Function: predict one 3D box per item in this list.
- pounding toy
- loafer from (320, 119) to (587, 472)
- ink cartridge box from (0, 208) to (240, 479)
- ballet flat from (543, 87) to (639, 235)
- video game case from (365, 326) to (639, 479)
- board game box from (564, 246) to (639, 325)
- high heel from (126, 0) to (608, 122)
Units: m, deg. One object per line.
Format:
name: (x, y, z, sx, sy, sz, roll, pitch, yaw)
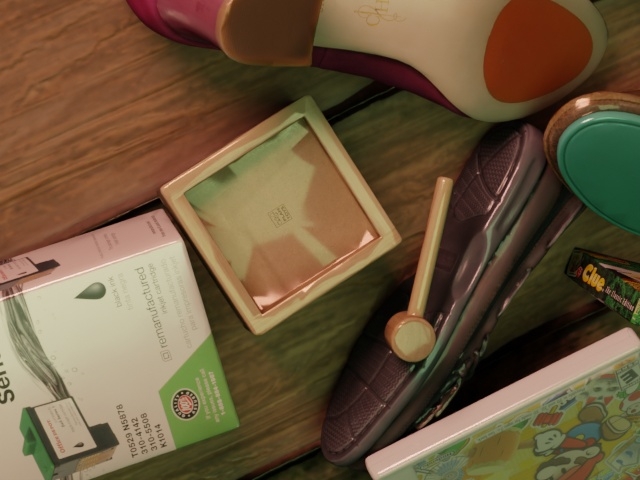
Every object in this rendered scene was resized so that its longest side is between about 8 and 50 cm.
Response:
pounding toy: (0.011, 0.000, 1.199, 0.181, 0.094, 0.206, -33, 95, -6)
loafer: (0.112, 0.057, 1.257, 0.095, 0.109, 0.302, 29, 94, -24)
ink cartridge box: (-0.190, 0.091, 1.189, 0.219, 0.092, 0.160, -19, 109, -9)
ballet flat: (0.304, -0.052, 1.267, 0.342, 0.124, 0.116, 24, 133, -24)
video game case: (0.166, 0.183, 1.290, 0.227, 0.026, 0.206, -27, 137, -1)
board game box: (0.337, 0.062, 1.299, 0.260, 0.136, 0.030, 13, 99, -19)
high heel: (0.036, -0.180, 1.192, 0.377, 0.181, 0.127, 5, 112, -38)
